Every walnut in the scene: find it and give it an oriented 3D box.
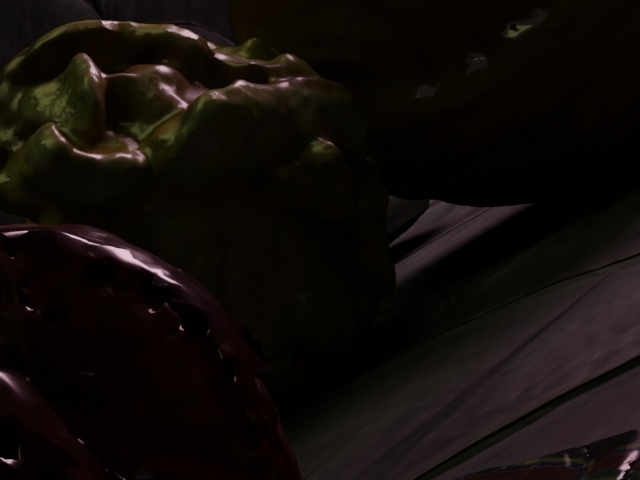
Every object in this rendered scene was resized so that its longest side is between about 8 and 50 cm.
[{"bbox_3d":[0.109,-0.168,1.081,0.333,0.332,0.333,-30,4,2],"label":"walnut"}]

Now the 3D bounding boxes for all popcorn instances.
[{"bbox_3d":[-0.067,-0.018,0.953,0.212,0.259,0.259,-12,2,-5],"label":"popcorn"}]

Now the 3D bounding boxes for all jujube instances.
[{"bbox_3d":[-0.107,0.092,0.398,0.243,0.183,0.183,-40,-3,42],"label":"jujube"}]

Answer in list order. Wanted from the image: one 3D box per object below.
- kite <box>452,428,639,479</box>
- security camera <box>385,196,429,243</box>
[{"bbox_3d":[0.087,0.063,0.404,0.285,0.015,0.152,-30,6,41],"label":"kite"},{"bbox_3d":[0.000,0.000,1.429,0.157,0.080,0.301,-35,-4,-33],"label":"security camera"}]
